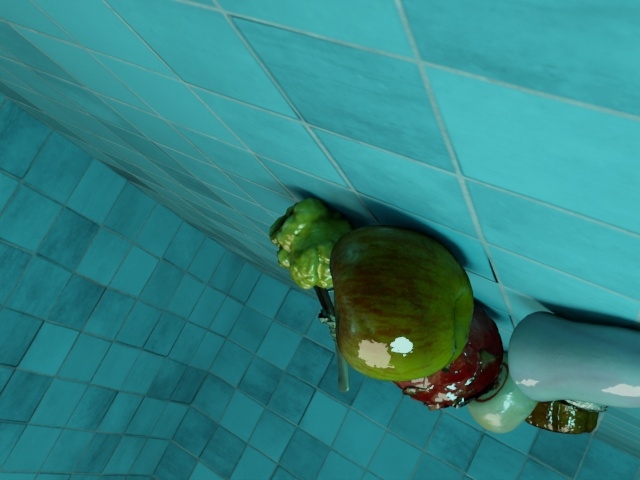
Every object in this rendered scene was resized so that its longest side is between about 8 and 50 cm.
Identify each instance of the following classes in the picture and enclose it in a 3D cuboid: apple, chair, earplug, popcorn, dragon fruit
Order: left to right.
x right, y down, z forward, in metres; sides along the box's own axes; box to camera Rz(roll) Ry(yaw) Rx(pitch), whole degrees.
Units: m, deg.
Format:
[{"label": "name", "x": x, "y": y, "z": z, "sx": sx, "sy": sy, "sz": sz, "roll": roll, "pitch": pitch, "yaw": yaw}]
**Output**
[{"label": "popcorn", "x": 0.000, "y": 0.000, "z": 1.367, "sx": 0.200, "sy": 0.226, "sz": 0.203, "roll": -12, "pitch": 109, "yaw": 24}, {"label": "chair", "x": 0.084, "y": 0.187, "z": 1.554, "sx": 0.160, "sy": 0.186, "sz": 0.319, "roll": 134, "pitch": 117, "yaw": -81}, {"label": "apple", "x": 0.155, "y": 0.116, "z": 1.177, "sx": 0.301, "sy": 0.302, "sz": 0.301, "roll": 27, "pitch": 171, "yaw": 5}, {"label": "dragon fruit", "x": 0.280, "y": 0.258, "z": 1.535, "sx": 0.301, "sy": 0.296, "sz": 0.295, "roll": 37, "pitch": 171, "yaw": -3}, {"label": "earplug", "x": 0.489, "y": 0.211, "z": 1.092, "sx": 0.172, "sy": 0.173, "sz": 0.301, "roll": 31, "pitch": 164, "yaw": -19}]

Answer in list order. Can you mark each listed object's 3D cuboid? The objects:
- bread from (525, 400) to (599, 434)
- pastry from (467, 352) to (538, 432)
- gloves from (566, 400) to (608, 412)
[{"label": "bread", "x": 0.767, "y": 0.532, "z": 2.028, "sx": 0.231, "sy": 0.135, "sz": 0.246, "roll": 3, "pitch": 177, "yaw": -30}, {"label": "pastry", "x": 0.573, "y": 0.477, "z": 2.008, "sx": 0.133, "sy": 0.265, "sz": 0.265, "roll": 41, "pitch": 169, "yaw": -10}, {"label": "gloves", "x": 0.767, "y": 0.459, "z": 1.872, "sx": 0.153, "sy": 0.070, "sz": 0.114, "roll": 24, "pitch": 170, "yaw": 12}]
